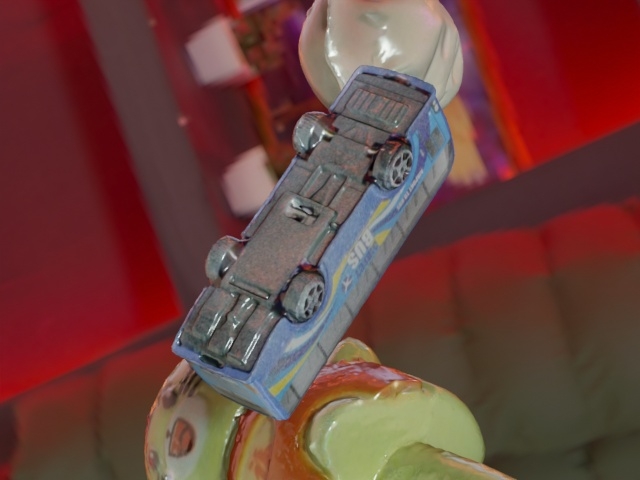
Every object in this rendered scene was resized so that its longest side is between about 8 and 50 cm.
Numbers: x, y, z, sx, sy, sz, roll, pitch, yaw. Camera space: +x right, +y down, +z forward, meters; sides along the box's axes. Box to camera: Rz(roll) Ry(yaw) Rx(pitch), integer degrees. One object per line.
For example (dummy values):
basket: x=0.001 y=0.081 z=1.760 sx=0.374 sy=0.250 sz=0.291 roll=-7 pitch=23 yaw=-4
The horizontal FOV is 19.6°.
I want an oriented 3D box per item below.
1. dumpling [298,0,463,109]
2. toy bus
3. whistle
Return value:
dumpling: x=0.042 y=-0.111 z=1.239 sx=0.188 sy=0.108 sz=0.127 roll=67 pitch=14 yaw=-53
toy bus: x=0.000 y=0.000 z=0.776 sx=0.153 sy=0.051 sz=0.061 roll=-56 pitch=145 yaw=-20
whistle: x=0.006 y=0.111 z=0.862 sx=0.106 sy=0.288 sz=0.131 roll=19 pitch=87 yaw=-38
